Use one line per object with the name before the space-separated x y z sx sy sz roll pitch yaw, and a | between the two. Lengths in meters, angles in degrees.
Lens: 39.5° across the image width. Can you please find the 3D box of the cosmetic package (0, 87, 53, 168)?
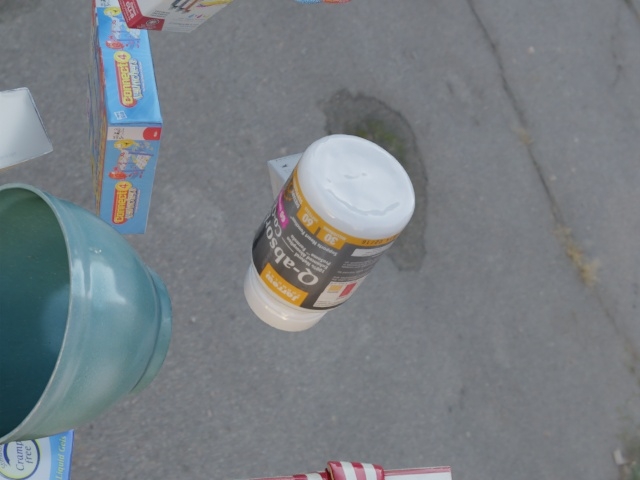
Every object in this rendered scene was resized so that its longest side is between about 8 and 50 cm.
cosmetic package | -0.599 -0.131 1.405 0.160 0.309 0.113 -37 109 -61

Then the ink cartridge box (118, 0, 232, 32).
ink cartridge box | -0.197 -0.397 1.282 0.128 0.176 0.127 -10 79 -49

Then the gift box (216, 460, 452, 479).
gift box | -0.037 0.321 0.740 0.276 0.258 0.255 -2 75 -25

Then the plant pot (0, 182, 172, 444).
plant pot | -0.304 0.096 1.060 0.196 0.293 0.293 16 60 -49

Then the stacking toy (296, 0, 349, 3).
stacking toy | 0.017 -0.397 1.225 0.302 0.175 0.166 -86 163 -68

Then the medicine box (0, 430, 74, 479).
medicine box | -0.524 0.385 1.271 0.289 0.149 0.263 22 53 -36

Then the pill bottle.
pill bottle | 0.000 0.000 1.213 0.162 0.278 0.162 15 49 -17

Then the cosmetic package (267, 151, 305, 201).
cosmetic package | 0.006 -0.067 1.549 0.151 0.184 0.151 -14 109 -10

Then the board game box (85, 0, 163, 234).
board game box | -0.353 -0.218 1.571 0.086 0.308 0.302 -2 56 -19
